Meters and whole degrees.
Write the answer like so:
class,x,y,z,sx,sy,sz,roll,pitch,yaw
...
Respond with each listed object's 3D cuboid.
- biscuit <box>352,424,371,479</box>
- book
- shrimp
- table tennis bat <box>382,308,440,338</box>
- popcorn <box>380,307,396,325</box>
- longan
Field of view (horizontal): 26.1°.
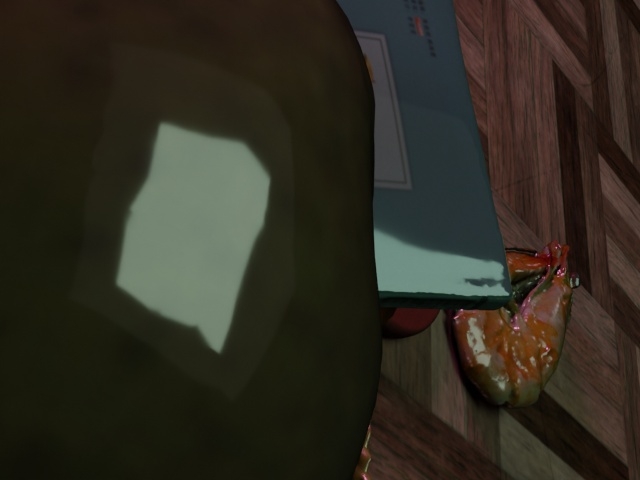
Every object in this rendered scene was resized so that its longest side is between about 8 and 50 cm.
class,x,y,z,sx,sy,sz,roll,pitch,yaw
biscuit,-0.059,0.160,0.708,0.013,0.232,0.237,33,44,-34
book,-0.055,-0.085,0.882,0.379,0.031,0.264,4,67,-28
shrimp,0.204,0.062,1.408,0.154,0.062,0.294,60,31,-8
table tennis bat,0.062,-0.056,1.249,0.200,0.038,0.310,43,40,-42
popcorn,-0.013,-0.003,0.983,0.140,0.163,0.194,32,81,-41
longan,-0.125,0.002,0.606,0.361,0.361,0.361,38,43,-46
